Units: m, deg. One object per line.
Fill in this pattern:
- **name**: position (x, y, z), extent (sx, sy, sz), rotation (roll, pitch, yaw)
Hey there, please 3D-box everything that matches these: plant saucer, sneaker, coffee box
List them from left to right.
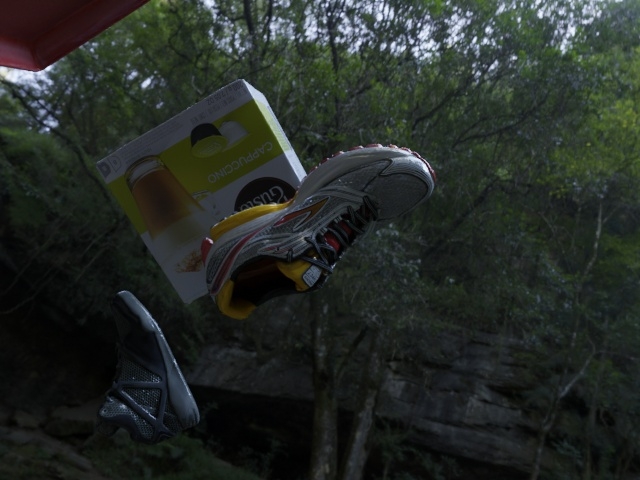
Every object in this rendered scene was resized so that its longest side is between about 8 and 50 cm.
- **plant saucer**: position (-0.297, -0.295, 0.549), extent (0.258, 0.258, 0.048), rotation (-32, -73, 2)
- **sneaker**: position (-0.279, 0.189, 0.675), extent (0.228, 0.130, 0.087), rotation (64, -30, 6)
- **coffee box**: position (-0.210, -0.117, 1.067), extent (0.337, 0.338, 0.335), rotation (-28, -79, 5)
- **sneaker**: position (0.000, 0.000, 0.411), extent (0.225, 0.093, 0.088), rotation (-30, -48, 11)
